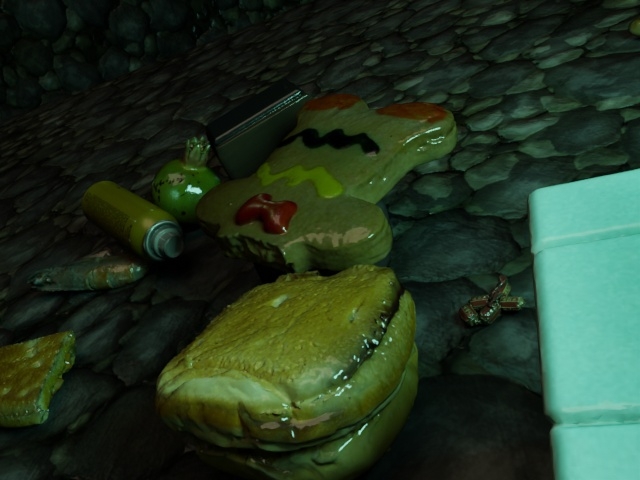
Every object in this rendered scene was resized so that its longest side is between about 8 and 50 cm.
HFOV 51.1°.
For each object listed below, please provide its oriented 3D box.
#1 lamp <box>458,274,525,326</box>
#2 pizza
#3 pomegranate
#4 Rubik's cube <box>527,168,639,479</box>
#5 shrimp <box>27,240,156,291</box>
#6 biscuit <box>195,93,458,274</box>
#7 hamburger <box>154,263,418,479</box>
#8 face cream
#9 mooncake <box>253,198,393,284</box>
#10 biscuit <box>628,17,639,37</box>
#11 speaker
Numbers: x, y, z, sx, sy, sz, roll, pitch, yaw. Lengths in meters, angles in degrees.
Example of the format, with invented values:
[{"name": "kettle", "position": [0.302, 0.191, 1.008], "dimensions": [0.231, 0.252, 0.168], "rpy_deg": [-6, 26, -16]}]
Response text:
[{"name": "lamp", "position": [0.223, 0.084, 0.892], "dimensions": [0.083, 0.031, 0.063], "rpy_deg": [-28, 29, 4]}, {"name": "pizza", "position": [-0.503, 0.233, 1.158], "dimensions": [0.292, 0.058, 0.197], "rpy_deg": [13, 46, 44]}, {"name": "pomegranate", "position": [-0.278, -0.121, 1.421], "dimensions": [0.159, 0.205, 0.159], "rpy_deg": [16, 27, -9]}, {"name": "Rubik's cube", "position": [0.326, 0.142, 0.437], "dimensions": [0.316, 0.318, 0.322], "rpy_deg": [-12, 33, 20]}, {"name": "shrimp", "position": [-0.483, 0.051, 1.433], "dimensions": [0.317, 0.062, 0.164], "rpy_deg": [-10, 29, 16]}, {"name": "biscuit", "position": [0.011, -0.109, 1.050], "dimensions": [0.368, 0.076, 0.394], "rpy_deg": [17, 52, 42]}, {"name": "hamburger", "position": [-0.029, 0.155, 0.817], "dimensions": [0.304, 0.174, 0.284], "rpy_deg": [1, 38, 37]}, {"name": "face cream", "position": [-0.378, -0.036, 1.369], "dimensions": [0.105, 0.105, 0.349], "rpy_deg": [-38, 37, -22]}, {"name": "mooncake", "position": [0.000, 0.000, 1.095], "dimensions": [0.245, 0.133, 0.245], "rpy_deg": [-14, 38, 11]}, {"name": "biscuit", "position": [0.721, -0.415, 1.299], "dimensions": [0.164, 0.047, 0.208], "rpy_deg": [-22, 30, 7]}, {"name": "speaker", "position": [-0.105, -0.207, 1.438], "dimensions": [0.231, 0.192, 0.153], "rpy_deg": [-32, 31, -3]}]
